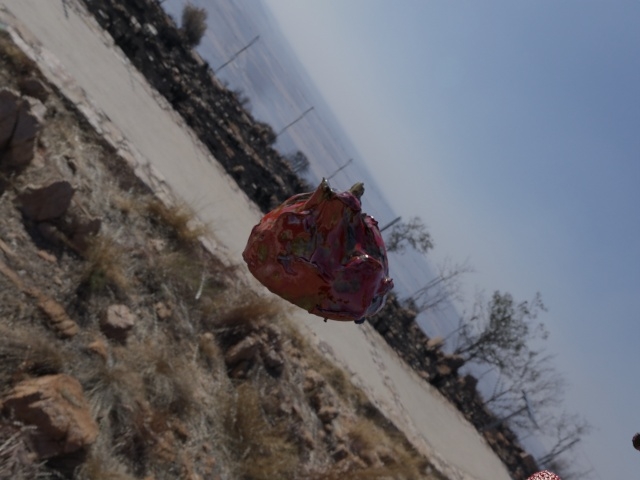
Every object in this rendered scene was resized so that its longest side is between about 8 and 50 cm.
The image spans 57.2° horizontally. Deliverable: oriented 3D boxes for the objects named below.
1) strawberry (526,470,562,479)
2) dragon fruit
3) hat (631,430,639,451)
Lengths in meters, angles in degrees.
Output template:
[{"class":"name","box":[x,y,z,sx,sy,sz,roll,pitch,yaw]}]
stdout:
[{"class":"strawberry","box":[0.580,0.680,1.533,0.131,0.148,0.131,42,-41,50]},{"class":"dragon fruit","box":[0.000,0.000,0.925,0.262,0.211,0.134,24,19,11]},{"class":"hat","box":[0.539,0.396,0.897,0.227,0.129,0.140,66,-16,-7]}]
